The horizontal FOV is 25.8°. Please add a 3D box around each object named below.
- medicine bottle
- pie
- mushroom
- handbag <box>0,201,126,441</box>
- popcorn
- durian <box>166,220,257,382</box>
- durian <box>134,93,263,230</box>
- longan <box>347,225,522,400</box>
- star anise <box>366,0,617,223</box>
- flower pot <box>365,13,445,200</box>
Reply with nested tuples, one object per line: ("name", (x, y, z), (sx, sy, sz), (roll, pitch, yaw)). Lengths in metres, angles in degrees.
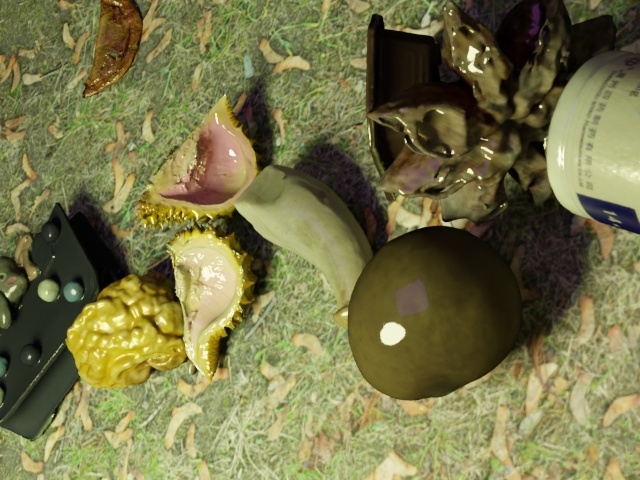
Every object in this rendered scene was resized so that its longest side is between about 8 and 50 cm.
("medicine bottle", (0.417, -0.077, 1.432), (0.332, 0.190, 0.190), (20, 89, 44))
("pie", (-0.336, -0.319, 2.297), (0.088, 0.033, 0.191), (3, 75, 26))
("mushroom", (0.000, 0.000, 1.842), (0.118, 0.103, 0.270), (-53, 54, 14))
("handbag", (-0.457, 0.117, 2.199), (0.326, 0.118, 0.269), (-52, 48, 13))
("popcorn", (-0.276, 0.125, 2.018), (0.194, 0.140, 0.163), (-19, 69, 34))
("durian", (-0.145, 0.085, 1.962), (0.140, 0.078, 0.224), (4, 96, 24))
("durian", (-0.172, -0.096, 1.999), (0.165, 0.132, 0.182), (-18, 45, 34))
("longan", (0.129, 0.083, 1.634), (0.220, 0.196, 0.196), (-40, 52, 31))
("star anise", (0.204, -0.140, 1.564), (0.332, 0.331, 0.117), (-46, 46, 20))
("flower pot", (0.112, -0.162, 1.726), (0.084, 0.251, 0.179), (-2, 72, 10))
